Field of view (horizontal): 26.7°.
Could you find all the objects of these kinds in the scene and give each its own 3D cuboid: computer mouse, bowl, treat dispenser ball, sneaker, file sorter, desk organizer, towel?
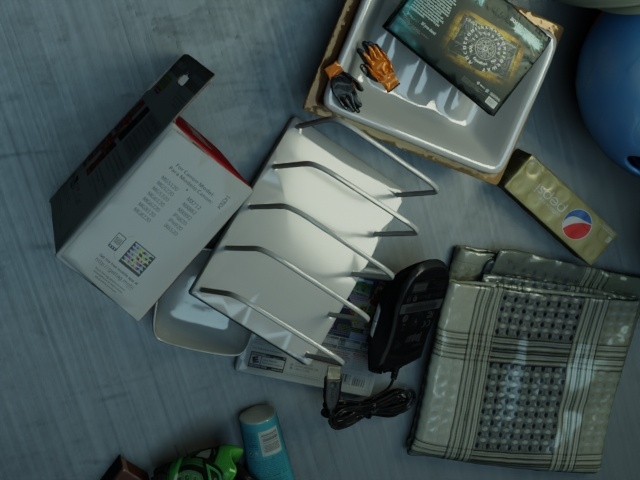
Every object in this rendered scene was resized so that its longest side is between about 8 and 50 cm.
[{"bbox_3d":[0.074,0.137,1.842,0.184,0.060,0.262,-11,126,-39],"label":"computer mouse"},{"bbox_3d":[-0.153,0.076,1.822,0.142,0.053,0.142,13,101,-15],"label":"bowl"},{"bbox_3d":[0.481,-0.212,1.766,0.288,0.288,0.288,-3,104,-11],"label":"treat dispenser ball"},{"bbox_3d":[-0.083,0.428,1.854,0.146,0.134,0.343,-29,110,24],"label":"sneaker"},{"bbox_3d":[0.000,0.000,1.740,0.193,0.173,0.277,33,78,-18],"label":"file sorter"},{"bbox_3d":[-0.294,0.368,1.864,0.050,0.047,0.130,36,94,-20],"label":"desk organizer"},{"bbox_3d":[0.302,0.177,1.942,0.312,0.056,0.324,9,100,-14],"label":"towel"}]

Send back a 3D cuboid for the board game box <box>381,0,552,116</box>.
[{"bbox_3d":[0.187,-0.262,1.704,0.186,0.026,0.126,37,93,-18],"label":"board game box"}]

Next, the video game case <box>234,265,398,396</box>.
[{"bbox_3d":[-0.002,0.113,1.879,0.201,0.023,0.183,13,100,-14],"label":"video game case"}]

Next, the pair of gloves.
[{"bbox_3d":[0.052,-0.206,1.697,0.083,0.010,0.074,-33,107,-1],"label":"pair of gloves"}]

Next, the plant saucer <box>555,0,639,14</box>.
[{"bbox_3d":[0.423,-0.371,1.669,0.401,0.400,0.100,-24,118,-6],"label":"plant saucer"}]

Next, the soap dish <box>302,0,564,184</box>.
[{"bbox_3d":[0.145,-0.230,1.779,0.291,0.118,0.228,20,98,-15],"label":"soap dish"}]

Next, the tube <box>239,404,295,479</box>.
[{"bbox_3d":[-0.070,0.334,1.905,0.080,0.052,0.207,-9,111,3],"label":"tube"}]

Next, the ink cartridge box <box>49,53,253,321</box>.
[{"bbox_3d":[-0.193,-0.078,1.642,0.130,0.309,0.272,41,92,-18],"label":"ink cartridge box"}]

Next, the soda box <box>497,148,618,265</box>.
[{"bbox_3d":[0.329,-0.047,1.893,0.181,0.058,0.061,40,92,-18],"label":"soda box"}]
